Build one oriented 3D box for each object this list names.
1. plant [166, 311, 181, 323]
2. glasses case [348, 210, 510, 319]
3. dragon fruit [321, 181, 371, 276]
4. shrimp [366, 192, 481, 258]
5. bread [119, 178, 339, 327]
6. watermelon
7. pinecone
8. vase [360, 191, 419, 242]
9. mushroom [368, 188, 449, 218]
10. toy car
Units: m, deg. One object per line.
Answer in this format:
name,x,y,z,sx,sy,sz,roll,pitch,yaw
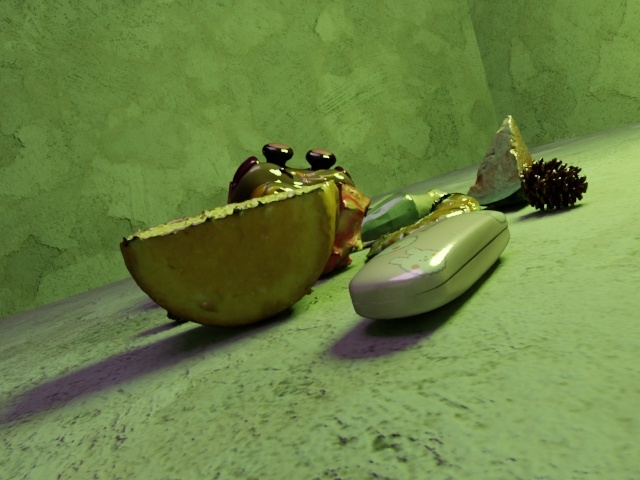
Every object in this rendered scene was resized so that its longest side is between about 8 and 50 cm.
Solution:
plant,-0.212,0.096,0.903,0.174,0.087,0.085,-15,41,-15
glasses case,0.142,0.021,0.589,0.113,0.075,0.297,-15,6,38
dragon fruit,0.008,0.007,0.958,0.126,0.161,0.274,13,-22,-34
shrimp,0.202,-0.031,0.974,0.233,0.071,0.365,-23,3,15
bread,-0.113,0.032,0.734,0.340,0.179,0.194,-15,8,-7
watermelon,0.430,-0.151,1.051,0.207,0.202,0.136,-23,47,-30
pinecone,0.411,-0.096,0.865,0.109,0.102,0.102,25,34,38
vase,0.112,-0.031,1.098,0.214,0.086,0.086,-27,9,-16
mushroom,0.225,-0.085,1.237,0.225,0.093,0.116,-23,-14,-13
toy car,-0.053,-0.077,1.182,0.340,0.271,0.240,2,23,-19
